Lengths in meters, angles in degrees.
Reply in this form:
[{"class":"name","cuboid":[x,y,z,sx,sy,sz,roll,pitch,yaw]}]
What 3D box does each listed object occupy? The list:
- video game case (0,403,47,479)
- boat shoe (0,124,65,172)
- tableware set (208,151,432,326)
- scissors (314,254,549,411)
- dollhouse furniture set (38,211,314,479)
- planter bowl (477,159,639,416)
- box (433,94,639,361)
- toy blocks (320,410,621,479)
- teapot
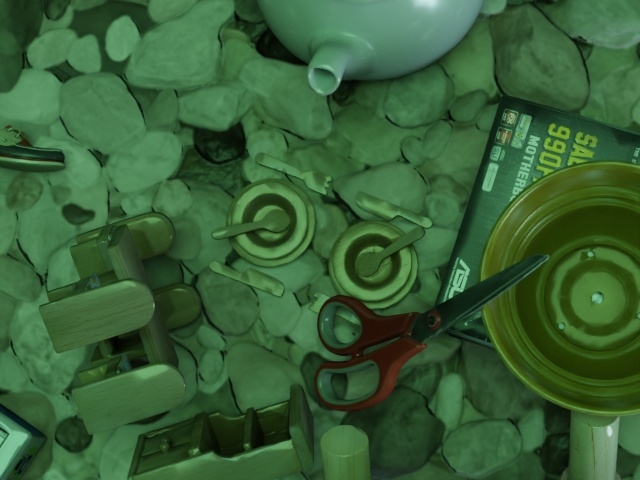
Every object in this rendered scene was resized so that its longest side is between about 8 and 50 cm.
[{"class":"video game case","cuboid":[-0.439,0.214,1.328,0.269,0.061,0.244,33,84,10]},{"class":"boat shoe","cuboid":[-0.314,-0.094,1.377,0.137,0.049,0.043,7,79,12]},{"class":"tableware set","cuboid":[0.000,0.000,1.331,0.194,0.039,0.128,21,83,9]},{"class":"scissors","cuboid":[0.092,0.085,1.219,0.297,0.021,0.109,-15,75,47]},{"class":"dollhouse furniture set","cuboid":[-0.119,0.100,1.246,0.161,0.212,0.242,-18,105,4]},{"class":"planter bowl","cuboid":[0.245,0.045,1.215,0.217,0.090,0.217,-1,80,5]},{"class":"box","cuboid":[0.221,0.001,1.300,0.183,0.056,0.231,18,83,9]},{"class":"toy blocks","cuboid":[0.142,0.330,1.158,0.289,0.309,0.260,-5,122,-3]},{"class":"teapot","cuboid":[0.045,-0.283,1.301,0.252,0.187,0.256,-32,78,-1]}]
